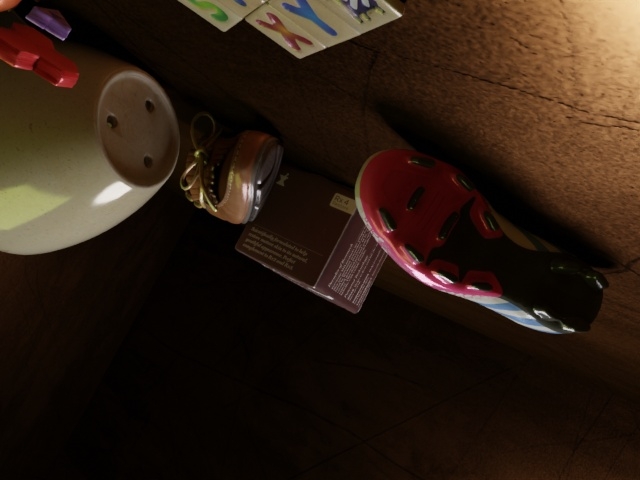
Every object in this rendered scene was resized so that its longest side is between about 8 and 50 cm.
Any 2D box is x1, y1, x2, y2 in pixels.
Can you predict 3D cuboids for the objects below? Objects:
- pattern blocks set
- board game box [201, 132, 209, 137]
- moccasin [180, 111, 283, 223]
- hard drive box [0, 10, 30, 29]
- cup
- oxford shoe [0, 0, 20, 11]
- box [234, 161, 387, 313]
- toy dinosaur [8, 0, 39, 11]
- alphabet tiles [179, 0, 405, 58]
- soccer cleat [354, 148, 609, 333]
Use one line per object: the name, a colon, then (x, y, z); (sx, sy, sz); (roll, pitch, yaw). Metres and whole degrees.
pattern blocks set: (-0.386, -0.273, 0.586); (0.325, 0.026, 0.285); (24, -156, -39)
board game box: (-0.144, -0.136, 1.264); (0.136, 0.030, 0.259); (29, 175, 10)
moccasin: (-0.155, -0.111, 0.996); (0.147, 0.139, 0.380); (25, 177, -16)
hard drive box: (-0.564, -0.350, 0.989); (0.181, 0.089, 0.232); (28, 174, -2)
cup: (-0.348, -0.148, 0.914); (0.237, 0.330, 0.331); (-3, 160, 27)
oxford shoe: (-0.348, -0.305, 0.494); (0.271, 0.096, 0.098); (34, 143, -17)
box: (0.000, 0.000, 1.078); (0.169, 0.166, 0.203); (25, 174, 28)
toy dinosaur: (-0.411, -0.331, 0.791); (0.090, 0.047, 0.082); (-8, 154, 14)
alphabet tiles: (-0.118, -0.223, 0.388); (0.343, 0.011, 0.285); (30, 174, -24)
soccer cleat: (0.156, 0.012, 0.692); (0.331, 0.115, 0.143); (29, 174, -21)
